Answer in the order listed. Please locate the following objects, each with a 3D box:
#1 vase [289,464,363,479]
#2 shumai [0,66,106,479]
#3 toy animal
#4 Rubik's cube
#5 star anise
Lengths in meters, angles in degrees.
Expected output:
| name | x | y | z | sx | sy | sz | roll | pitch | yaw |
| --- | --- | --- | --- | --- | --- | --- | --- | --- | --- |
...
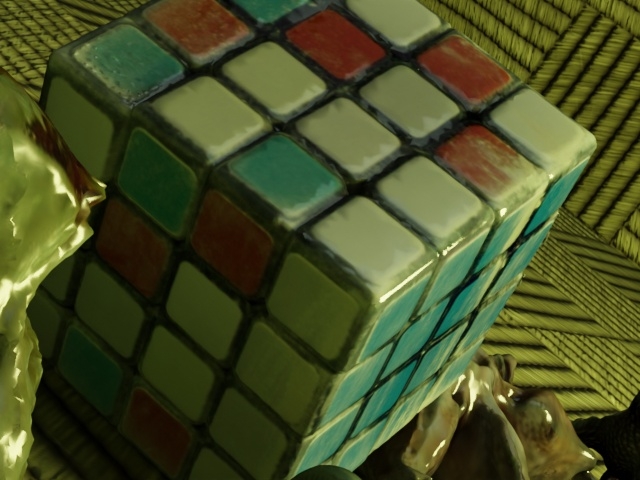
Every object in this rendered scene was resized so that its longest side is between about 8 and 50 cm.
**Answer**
| name | x | y | z | sx | sy | sz | roll | pitch | yaw |
| --- | --- | --- | --- | --- | --- | --- | --- | --- | --- |
| vase | 0.104 | 0.225 | 0.991 | 0.299 | 0.143 | 0.143 | 23 | 18 | -32 |
| shumai | -0.202 | 0.038 | 0.681 | 0.225 | 0.222 | 0.260 | 21 | 35 | -29 |
| toy animal | 0.294 | 0.207 | 1.512 | 0.272 | 0.160 | 0.197 | 50 | 17 | 25 |
| Rubik's cube | -0.023 | -0.009 | 1.048 | 0.253 | 0.259 | 0.256 | 39 | 45 | 18 |
| star anise | 0.088 | 0.144 | 1.274 | 0.316 | 0.139 | 0.359 | 9 | 40 | -38 |
